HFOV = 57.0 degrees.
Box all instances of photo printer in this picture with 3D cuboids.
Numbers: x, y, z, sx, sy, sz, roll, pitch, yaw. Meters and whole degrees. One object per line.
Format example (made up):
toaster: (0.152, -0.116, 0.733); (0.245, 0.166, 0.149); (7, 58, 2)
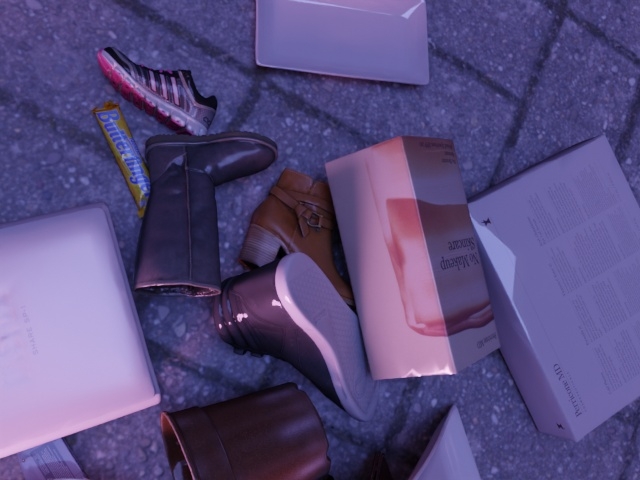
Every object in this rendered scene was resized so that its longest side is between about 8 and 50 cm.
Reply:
photo printer: (-0.364, 0.111, 0.664); (0.308, 0.107, 0.256); (-15, 88, -19)

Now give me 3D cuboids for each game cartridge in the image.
game cartridge: (-0.323, 0.270, 0.706); (0.056, 0.017, 0.083); (-30, 93, -22)

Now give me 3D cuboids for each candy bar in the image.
candy bar: (-0.252, -0.108, 0.775); (0.040, 0.018, 0.161); (-25, 92, -19)

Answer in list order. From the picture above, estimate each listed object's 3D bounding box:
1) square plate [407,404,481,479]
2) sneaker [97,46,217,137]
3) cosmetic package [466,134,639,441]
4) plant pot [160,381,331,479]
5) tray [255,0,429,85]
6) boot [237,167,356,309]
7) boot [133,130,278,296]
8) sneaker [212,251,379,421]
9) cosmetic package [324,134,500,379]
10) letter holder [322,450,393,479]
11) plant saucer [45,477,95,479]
square plate: (0.165, 0.425, 0.724); (0.049, 0.347, 0.344); (-18, 88, 24)
sneaker: (-0.208, -0.204, 0.778); (0.170, 0.063, 0.074); (35, 75, -15)
cosmetic package: (0.388, 0.065, 0.911); (0.284, 0.097, 0.377); (-26, 91, -20)
plant pot: (-0.088, 0.257, 0.714); (0.165, 0.167, 0.167); (-16, 88, -27)
tray: (0.034, -0.310, 0.883); (0.270, 0.030, 0.145); (2, 83, -17)
boot: (0.000, 0.000, 0.813); (0.197, 0.073, 0.152); (29, 71, -15)
boot: (-0.138, -0.034, 0.740); (0.190, 0.076, 0.208); (-6, 60, -8)
sneaker: (-0.029, 0.136, 0.779); (0.295, 0.147, 0.104); (58, 38, -33)
cosmetic package: (0.125, 0.021, 0.791); (0.153, 0.129, 0.296); (-10, 87, -52)
letter holder: (0.046, 0.454, 0.743); (0.152, 0.214, 0.301); (-17, 90, 13)
plant saucer: (-0.304, 0.427, 0.669); (0.318, 0.044, 0.317); (1, 85, -19)
